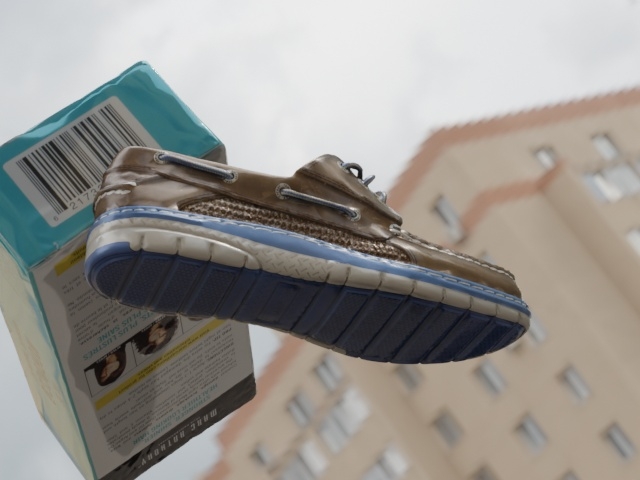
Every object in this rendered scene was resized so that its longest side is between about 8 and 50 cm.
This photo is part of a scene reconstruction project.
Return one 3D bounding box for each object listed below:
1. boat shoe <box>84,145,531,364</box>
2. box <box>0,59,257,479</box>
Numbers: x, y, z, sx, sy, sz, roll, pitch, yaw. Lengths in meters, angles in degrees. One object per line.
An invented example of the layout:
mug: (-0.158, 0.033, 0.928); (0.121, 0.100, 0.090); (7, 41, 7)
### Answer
boat shoe: (0.000, 0.000, 0.761); (0.183, 0.066, 0.066); (14, -32, -19)
box: (-0.092, 0.027, 0.891); (0.100, 0.060, 0.244); (-34, -25, -17)
